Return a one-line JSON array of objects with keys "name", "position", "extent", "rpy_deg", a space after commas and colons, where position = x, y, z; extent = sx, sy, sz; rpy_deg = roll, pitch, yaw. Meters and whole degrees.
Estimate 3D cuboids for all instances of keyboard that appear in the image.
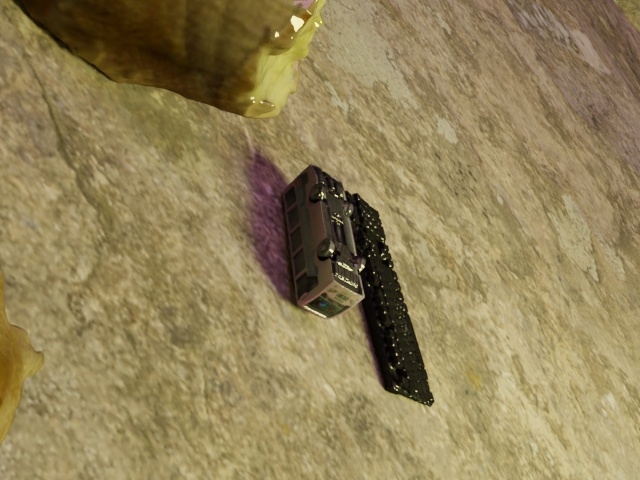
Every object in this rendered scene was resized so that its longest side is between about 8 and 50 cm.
[{"name": "keyboard", "position": [0.053, 0.044, 0.937], "extent": [0.060, 0.018, 0.196], "rpy_deg": [29, 38, -47]}]

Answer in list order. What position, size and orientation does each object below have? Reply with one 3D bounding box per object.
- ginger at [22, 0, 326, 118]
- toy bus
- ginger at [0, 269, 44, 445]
[{"name": "ginger", "position": [-0.099, -0.202, 0.763], "extent": [0.276, 0.221, 0.130], "rpy_deg": [50, 35, -29]}, {"name": "toy bus", "position": [0.000, 0.000, 0.860], "extent": [0.037, 0.052, 0.131], "rpy_deg": [30, 34, -33]}, {"name": "ginger", "position": [-0.210, -0.026, 0.517], "extent": [0.131, 0.086, 0.295], "rpy_deg": [-2, 65, -64]}]
